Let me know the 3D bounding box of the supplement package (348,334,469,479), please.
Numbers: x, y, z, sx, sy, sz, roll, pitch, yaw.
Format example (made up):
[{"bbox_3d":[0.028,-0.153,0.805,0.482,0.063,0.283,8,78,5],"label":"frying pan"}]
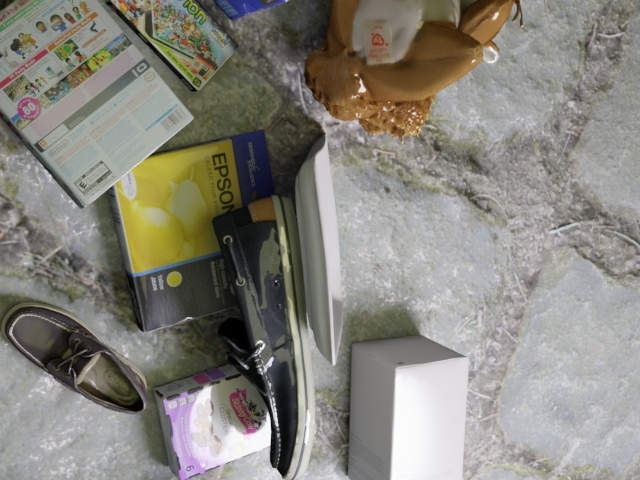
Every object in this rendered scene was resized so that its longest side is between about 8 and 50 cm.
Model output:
[{"bbox_3d":[0.173,0.358,1.746,0.175,0.177,0.293,-4,102,-26],"label":"supplement package"}]

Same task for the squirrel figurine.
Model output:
[{"bbox_3d":[0.173,-0.366,1.564,0.281,0.397,0.370,52,39,6],"label":"squirrel figurine"}]

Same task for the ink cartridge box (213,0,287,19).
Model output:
[{"bbox_3d":[-0.061,-0.510,1.415,0.151,0.270,0.395,46,78,-22],"label":"ink cartridge box"}]

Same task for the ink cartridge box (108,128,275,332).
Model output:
[{"bbox_3d":[-0.203,-0.021,1.548,0.307,0.072,0.304,-15,106,-22],"label":"ink cartridge box"}]

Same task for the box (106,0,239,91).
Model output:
[{"bbox_3d":[-0.248,-0.366,1.478,0.207,0.036,0.114,45,78,-26],"label":"box"}]

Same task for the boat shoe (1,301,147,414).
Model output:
[{"bbox_3d":[-0.402,0.203,1.471,0.285,0.092,0.103,43,79,-27],"label":"boat shoe"}]

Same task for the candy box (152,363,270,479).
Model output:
[{"bbox_3d":[-0.193,0.327,1.613,0.196,0.070,0.165,-16,105,-24],"label":"candy box"}]

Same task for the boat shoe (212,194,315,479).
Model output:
[{"bbox_3d":[-0.098,0.174,1.509,0.155,0.187,0.501,-7,100,-7],"label":"boat shoe"}]

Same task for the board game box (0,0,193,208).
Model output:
[{"bbox_3d":[-0.385,-0.235,1.362,0.224,0.097,0.303,-41,102,-14],"label":"board game box"}]

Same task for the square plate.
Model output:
[{"bbox_3d":[0.000,0.000,1.531,0.049,0.347,0.344,-5,103,4],"label":"square plate"}]
